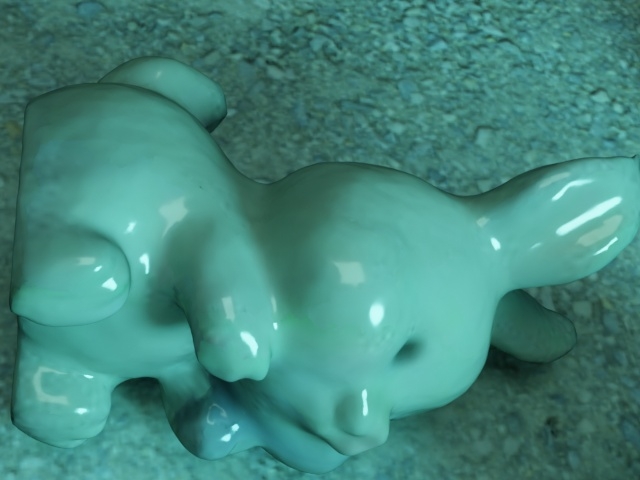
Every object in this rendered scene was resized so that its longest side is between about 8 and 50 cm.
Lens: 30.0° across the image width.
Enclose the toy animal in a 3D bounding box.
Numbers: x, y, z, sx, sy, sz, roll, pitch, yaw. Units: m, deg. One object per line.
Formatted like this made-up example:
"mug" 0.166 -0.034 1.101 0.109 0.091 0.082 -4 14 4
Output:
"toy animal" -0.004 0.008 0.713 0.368 0.196 0.241 11 55 -3
